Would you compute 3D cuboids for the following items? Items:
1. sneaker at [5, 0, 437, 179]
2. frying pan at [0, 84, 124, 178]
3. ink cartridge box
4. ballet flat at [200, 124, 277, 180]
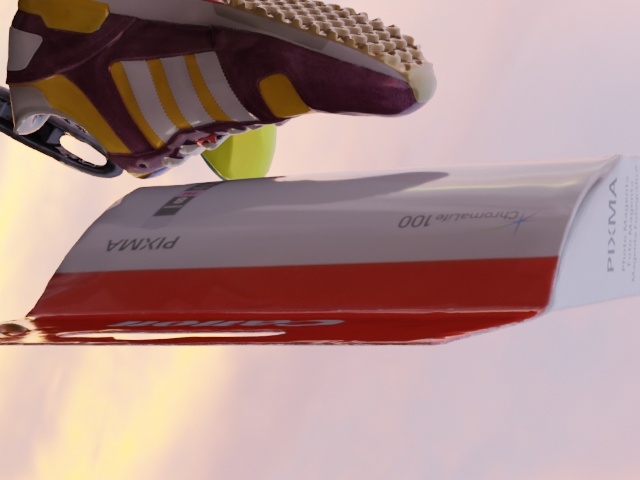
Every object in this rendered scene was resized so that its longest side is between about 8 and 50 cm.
[{"bbox_3d":[-0.043,-0.061,0.614,0.069,0.185,0.084,-25,128,-64],"label":"sneaker"},{"bbox_3d":[-0.300,-0.106,0.943,0.197,0.326,0.053,-35,-161,9],"label":"frying pan"},{"bbox_3d":[0.000,0.000,0.489,0.189,0.232,0.066,-2,-94,28],"label":"ink cartridge box"},{"bbox_3d":[-0.072,-0.155,1.099,0.077,0.077,0.231,-41,-124,48],"label":"ballet flat"}]
